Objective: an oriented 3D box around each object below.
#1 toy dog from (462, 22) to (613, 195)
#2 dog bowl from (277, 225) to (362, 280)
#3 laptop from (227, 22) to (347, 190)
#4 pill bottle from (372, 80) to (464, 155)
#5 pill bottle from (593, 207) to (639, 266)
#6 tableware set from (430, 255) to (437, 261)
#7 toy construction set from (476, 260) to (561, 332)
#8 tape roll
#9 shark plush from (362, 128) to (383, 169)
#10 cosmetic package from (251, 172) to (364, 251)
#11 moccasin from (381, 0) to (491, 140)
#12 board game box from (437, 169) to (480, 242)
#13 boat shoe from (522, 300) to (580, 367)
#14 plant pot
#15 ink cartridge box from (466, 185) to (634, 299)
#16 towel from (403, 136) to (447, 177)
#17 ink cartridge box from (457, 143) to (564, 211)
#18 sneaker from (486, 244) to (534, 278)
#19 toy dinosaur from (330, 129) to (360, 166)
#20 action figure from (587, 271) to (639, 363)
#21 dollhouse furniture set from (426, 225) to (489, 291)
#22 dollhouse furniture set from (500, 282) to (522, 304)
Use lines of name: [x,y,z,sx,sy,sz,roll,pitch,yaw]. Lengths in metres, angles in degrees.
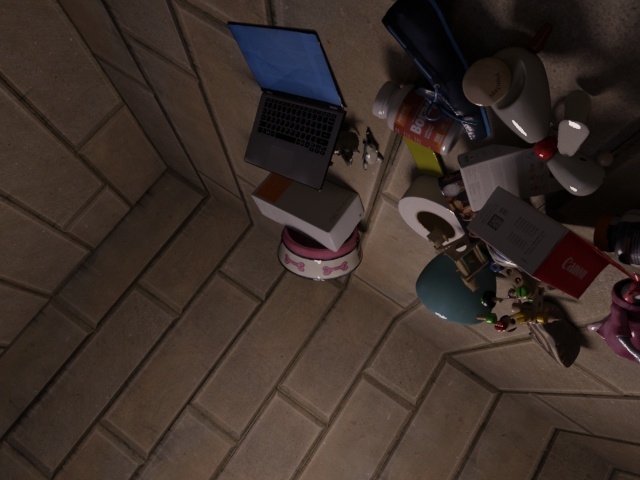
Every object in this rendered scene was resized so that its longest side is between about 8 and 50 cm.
toy dog: [0.423,-0.252,0.813,0.334,0.220,0.161,33,134,-15]
dog bowl: [0.000,0.000,2.085,0.408,0.408,0.150,27,135,29]
laptop: [-0.142,-0.416,1.400,0.382,0.408,0.236,26,-167,35]
pill bottle: [0.243,-0.307,1.095,0.216,0.121,0.121,31,164,17]
pill bottle: [0.728,0.000,0.945,0.246,0.130,0.130,16,155,52]
tableware set: [0.566,0.132,1.861,0.194,0.039,0.128,32,-178,37]
toy construction set: [0.708,0.196,1.451,0.309,0.257,0.237,31,157,-35]
tape roll: [0.401,-0.086,1.459,0.286,0.100,0.286,33,164,11]
shark plush: [0.150,-0.298,1.462,0.067,0.073,0.161,62,-175,30]
cosmetic package: [-0.060,-0.159,1.981,0.453,0.230,0.161,27,158,29]
moccasin: [0.246,-0.348,0.930,0.117,0.137,0.342,-26,114,24]
board game box: [0.448,-0.106,1.222,0.165,0.042,0.243,-22,129,26]
boat shoe: [0.879,0.345,1.703,0.355,0.132,0.130,53,168,-25]
plant pot: [0.514,0.133,1.621,0.290,0.290,0.195,29,131,23]
ink cartridge box: [0.552,0.030,1.065,0.309,0.130,0.272,20,-159,-41]
towel: [0.295,-0.270,1.294,0.102,0.021,0.237,29,165,44]
ink cartridge box: [0.461,-0.165,1.074,0.225,0.056,0.181,-16,141,18]
sneaker: [0.619,0.035,1.321,0.296,0.112,0.131,14,153,53]
toy dinosaur: [0.022,-0.358,1.499,0.313,0.121,0.160,46,148,14]
action figure: [0.859,0.175,1.180,0.370,0.248,0.275,45,-171,-33]
dollhouse furniture set: [0.452,0.041,1.428,0.182,0.101,0.161,48,-177,-40]
dollhouse furniture set: [0.709,0.191,1.670,0.081,0.091,0.114,1,130,1]
